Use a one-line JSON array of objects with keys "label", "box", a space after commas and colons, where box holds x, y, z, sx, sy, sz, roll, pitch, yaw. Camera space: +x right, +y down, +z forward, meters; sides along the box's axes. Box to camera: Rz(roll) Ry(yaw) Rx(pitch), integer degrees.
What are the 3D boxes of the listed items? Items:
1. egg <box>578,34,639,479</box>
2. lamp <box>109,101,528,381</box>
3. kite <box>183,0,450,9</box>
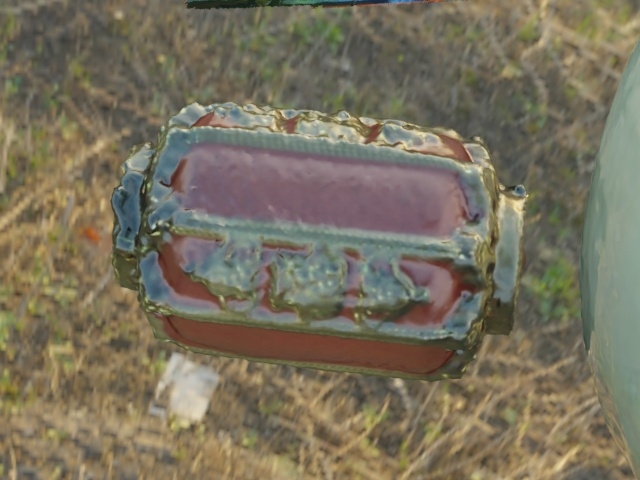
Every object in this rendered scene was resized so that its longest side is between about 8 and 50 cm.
[{"label": "egg", "box": [0.188, 0.020, 0.555, 0.201, 0.337, 0.337, -26, 66, 4]}, {"label": "lamp", "box": [0.000, 0.000, 1.115, 0.274, 0.177, 0.177, 7, 58, 2]}, {"label": "kite", "box": [0.047, -0.260, 1.261, 0.234, 0.016, 0.321, 39, 89, 9]}]
